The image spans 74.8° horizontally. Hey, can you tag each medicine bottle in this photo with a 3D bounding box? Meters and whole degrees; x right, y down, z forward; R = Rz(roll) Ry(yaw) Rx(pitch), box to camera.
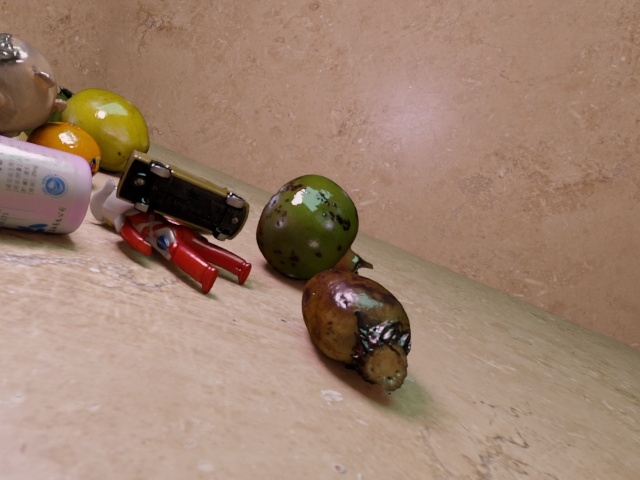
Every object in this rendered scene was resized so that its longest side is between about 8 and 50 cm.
[{"bbox_3d":[-0.533,-0.098,0.687,0.152,0.152,0.254,29,12,40],"label":"medicine bottle"}]

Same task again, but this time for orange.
[{"bbox_3d":[-0.684,-0.232,1.123,0.177,0.155,0.178,19,23,-8],"label":"orange"}]

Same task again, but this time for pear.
[{"bbox_3d":[-0.749,-0.381,1.455,0.294,0.295,0.294,21,9,-4],"label":"pear"}]

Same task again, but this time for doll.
[{"bbox_3d":[-0.793,-0.325,0.964,0.349,0.248,0.247,-23,30,-22],"label":"doll"},{"bbox_3d":[-0.331,-0.015,0.867,0.383,0.099,0.188,31,11,19],"label":"doll"}]

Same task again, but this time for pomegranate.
[{"bbox_3d":[-0.002,-0.016,1.063,0.323,0.291,0.290,34,13,20],"label":"pomegranate"}]

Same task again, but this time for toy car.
[{"bbox_3d":[-0.279,-0.093,0.868,0.256,0.101,0.124,23,12,-31],"label":"toy car"}]

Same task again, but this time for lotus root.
[{"bbox_3d":[0.052,0.127,0.729,0.169,0.142,0.314,21,7,-27],"label":"lotus root"}]

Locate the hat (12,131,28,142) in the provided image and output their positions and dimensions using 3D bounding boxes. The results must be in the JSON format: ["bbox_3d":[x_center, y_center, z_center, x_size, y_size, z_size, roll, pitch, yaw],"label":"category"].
[{"bbox_3d":[-0.905,-0.302,1.229,0.192,0.082,0.193,19,10,-3],"label":"hat"}]

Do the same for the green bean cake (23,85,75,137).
[{"bbox_3d":[-1.064,-0.479,1.471,0.335,0.218,0.319,27,11,40],"label":"green bean cake"}]

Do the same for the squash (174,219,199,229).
[{"bbox_3d":[-0.385,-0.076,1.099,0.087,0.087,0.331,29,11,40],"label":"squash"}]
